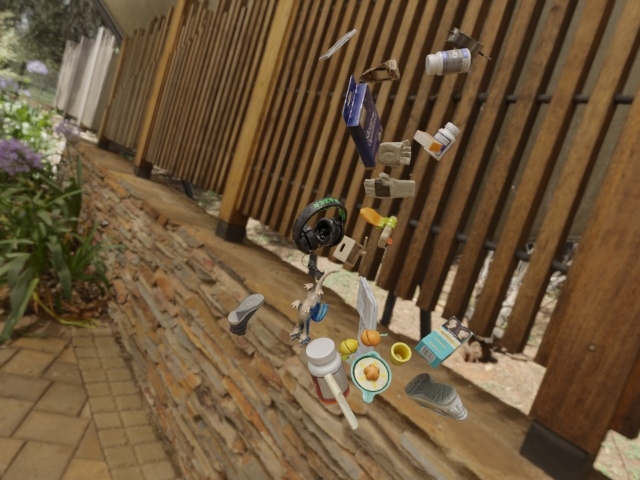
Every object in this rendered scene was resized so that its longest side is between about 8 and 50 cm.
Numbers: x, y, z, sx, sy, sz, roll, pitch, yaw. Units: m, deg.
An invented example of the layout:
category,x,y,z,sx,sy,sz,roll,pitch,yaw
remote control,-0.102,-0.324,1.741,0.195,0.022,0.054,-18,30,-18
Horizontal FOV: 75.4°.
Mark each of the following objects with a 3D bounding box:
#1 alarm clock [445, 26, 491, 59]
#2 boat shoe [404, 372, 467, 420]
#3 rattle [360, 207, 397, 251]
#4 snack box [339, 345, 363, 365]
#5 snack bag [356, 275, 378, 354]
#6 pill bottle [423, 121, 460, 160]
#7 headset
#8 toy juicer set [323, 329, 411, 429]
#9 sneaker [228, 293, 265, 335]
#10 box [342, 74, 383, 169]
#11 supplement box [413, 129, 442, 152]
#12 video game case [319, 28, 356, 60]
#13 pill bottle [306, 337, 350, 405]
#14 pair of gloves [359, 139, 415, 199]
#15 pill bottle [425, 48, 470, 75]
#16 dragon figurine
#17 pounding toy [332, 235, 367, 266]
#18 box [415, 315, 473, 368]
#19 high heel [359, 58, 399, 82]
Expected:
category,x,y,z,sx,sy,sz,roll,pitch,yaw
alarm clock,0.549,-0.717,1.533,0.192,0.064,0.129,34,30,6
boat shoe,0.412,0.572,1.518,0.103,0.118,0.320,54,-19,-4
rattle,0.212,-0.037,1.564,0.142,0.130,0.200,10,-7,6
snack box,0.181,0.593,2.131,0.141,0.100,0.037,32,14,-1
snack bag,0.204,0.376,1.901,0.037,0.343,0.323,1,17,-5
pill bottle,0.660,-0.536,2.239,0.112,0.187,0.112,36,17,-13
headset,0.000,0.000,1.774,0.243,0.394,0.185,-16,53,-29
toy juicer set,0.134,0.415,1.359,0.209,0.090,0.329,37,55,20
sneaker,-0.371,0.376,2.080,0.086,0.164,0.226,33,49,24
box,0.116,-0.306,1.090,0.036,0.137,0.225,2,-24,25
supplement box,0.415,-0.383,1.602,0.062,0.036,0.098,1,39,-38
video game case,0.053,-0.619,1.317,0.011,0.122,0.087,48,-2,-24
pill bottle,0.024,0.456,1.443,0.121,0.221,0.121,-13,25,6
pair of gloves,0.262,-0.269,1.620,0.204,0.240,0.042,-3,30,21
pill bottle,0.438,-0.613,1.431,0.137,0.078,0.078,-7,6,1
dragon figurine,-0.027,0.232,1.470,0.085,0.289,0.144,18,-35,24
pounding toy,0.176,0.043,2.261,0.094,0.181,0.206,27,-1,31
box,0.469,0.380,1.564,0.244,0.060,0.100,-19,53,-43
high heel,0.264,-0.757,1.898,0.186,0.093,0.261,-14,20,14
